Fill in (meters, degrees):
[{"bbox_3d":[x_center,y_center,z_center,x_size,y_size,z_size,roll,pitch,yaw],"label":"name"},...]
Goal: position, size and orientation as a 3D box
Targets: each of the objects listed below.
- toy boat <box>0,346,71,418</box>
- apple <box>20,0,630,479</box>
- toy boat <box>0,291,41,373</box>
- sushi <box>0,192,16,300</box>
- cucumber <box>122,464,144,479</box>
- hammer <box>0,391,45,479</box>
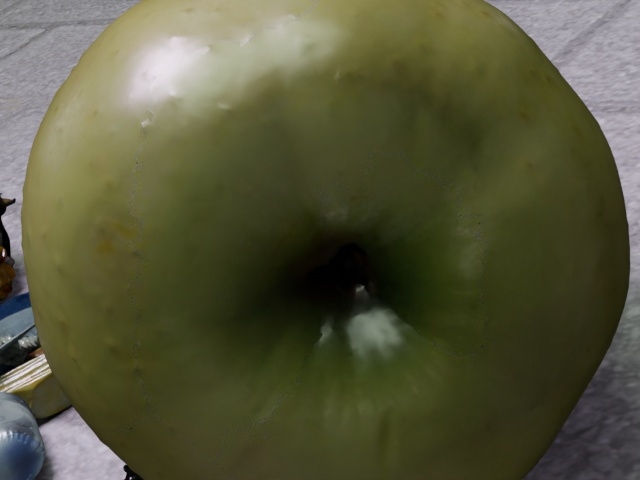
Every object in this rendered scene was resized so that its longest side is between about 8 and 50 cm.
[{"bbox_3d":[-0.280,0.138,1.425,0.172,0.065,0.066,-29,39,-28],"label":"toy boat"},{"bbox_3d":[0.000,0.000,1.064,0.473,0.473,0.473,-17,26,8],"label":"apple"},{"bbox_3d":[-0.380,0.132,1.452,0.291,0.070,0.210,-33,2,-35],"label":"toy boat"},{"bbox_3d":[-0.480,0.027,1.674,0.213,0.204,0.200,7,-16,-22],"label":"sushi"},{"bbox_3d":[-0.187,0.281,1.065,0.081,0.072,0.303,-2,32,30],"label":"cucumber"},{"bbox_3d":[-0.357,0.223,1.322,0.194,0.069,0.116,-30,28,-8],"label":"hammer"}]
